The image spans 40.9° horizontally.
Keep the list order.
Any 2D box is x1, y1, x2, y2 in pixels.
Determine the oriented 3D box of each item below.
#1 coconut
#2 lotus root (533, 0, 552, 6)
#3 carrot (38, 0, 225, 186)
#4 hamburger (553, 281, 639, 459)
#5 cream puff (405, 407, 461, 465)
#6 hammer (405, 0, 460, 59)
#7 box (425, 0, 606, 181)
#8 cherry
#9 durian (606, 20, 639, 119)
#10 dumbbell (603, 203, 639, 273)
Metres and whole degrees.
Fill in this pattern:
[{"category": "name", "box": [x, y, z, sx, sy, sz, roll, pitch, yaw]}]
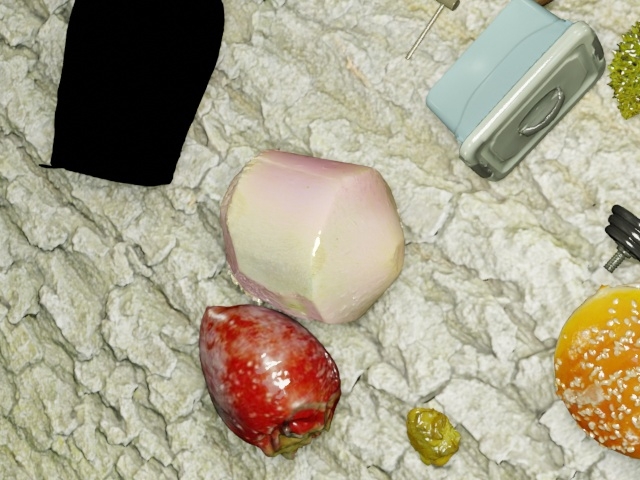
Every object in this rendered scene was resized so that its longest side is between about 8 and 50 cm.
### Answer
[{"category": "coconut", "box": [0.000, 0.000, 1.182, 0.245, 0.233, 0.233, 19, 94, 27]}, {"category": "lotus root", "box": [0.279, -0.376, 1.144, 0.081, 0.112, 0.122, -44, 75, 19]}, {"category": "carrot", "box": [-0.274, -0.253, 1.283, 0.224, 0.224, 0.341, 17, 97, 20]}, {"category": "hamburger", "box": [0.401, 0.157, 1.059, 0.236, 0.147, 0.237, -1, 87, 23]}, {"category": "cream puff", "box": [0.156, 0.268, 1.192, 0.083, 0.083, 0.058, 33, 54, 29]}, {"category": "hammer", "box": [0.156, -0.309, 1.239, 0.035, 0.019, 0.110, 39, 106, 17]}, {"category": "box", "box": [0.256, -0.196, 1.125, 0.227, 0.162, 0.130, -48, 63, 11]}, {"category": "cherry", "box": [-0.081, 0.183, 1.212, 0.175, 0.192, 0.249, -40, 73, -16]}, {"category": "durian", "box": [0.468, -0.252, 1.083, 0.220, 0.095, 0.137, -24, 80, 11]}, {"category": "dumbbell", "box": [0.433, -0.041, 1.081, 0.099, 0.099, 0.208, 42, 100, 17]}]
